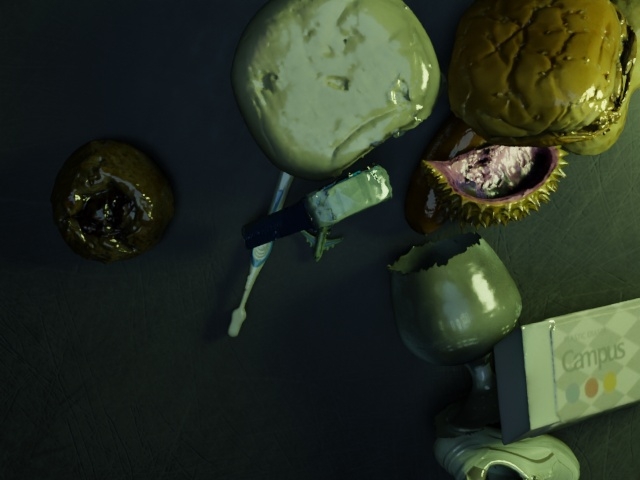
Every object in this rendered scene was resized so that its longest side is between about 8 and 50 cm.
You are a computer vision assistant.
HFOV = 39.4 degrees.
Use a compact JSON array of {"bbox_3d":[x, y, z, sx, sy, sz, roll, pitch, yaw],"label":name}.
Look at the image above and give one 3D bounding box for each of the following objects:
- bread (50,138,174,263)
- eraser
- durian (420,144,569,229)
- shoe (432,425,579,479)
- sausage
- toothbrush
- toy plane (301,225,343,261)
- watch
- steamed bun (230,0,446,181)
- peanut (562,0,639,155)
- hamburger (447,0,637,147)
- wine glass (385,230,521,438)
[{"bbox_3d":[-0.381,-0.067,1.624,0.230,0.123,0.230,0,99,1],"label":"bread"},{"bbox_3d":[0.472,0.213,1.543,0.397,0.082,0.213,-7,94,-32],"label":"eraser"},{"bbox_3d":[0.312,-0.086,1.541,0.260,0.186,0.154,-26,68,-13],"label":"durian"},{"bbox_3d":[0.361,0.437,1.628,0.316,0.159,0.124,15,117,-19],"label":"shoe"},{"bbox_3d":[0.233,-0.134,1.590,0.109,0.109,0.270,29,100,-3],"label":"sausage"},{"bbox_3d":[-0.106,0.002,1.665,0.040,0.040,0.386,19,101,-1],"label":"toothbrush"},{"bbox_3d":[0.000,-0.001,1.663,0.080,0.033,0.083,12,108,0],"label":"toy plane"},{"bbox_3d":[-0.014,-0.056,1.511,0.276,0.274,0.068,-24,96,-1],"label":"watch"},{"bbox_3d":[0.022,-0.280,1.505,0.334,0.233,0.312,-25,96,10],"label":"steamed bun"},{"bbox_3d":[0.499,-0.291,1.530,0.147,0.147,0.305,29,102,-3],"label":"peanut"},{"bbox_3d":[0.352,-0.292,1.432,0.318,0.158,0.319,-11,61,21],"label":"hamburger"},{"bbox_3d":[0.252,0.161,1.587,0.238,0.238,0.323,-20,98,6],"label":"wine glass"}]
